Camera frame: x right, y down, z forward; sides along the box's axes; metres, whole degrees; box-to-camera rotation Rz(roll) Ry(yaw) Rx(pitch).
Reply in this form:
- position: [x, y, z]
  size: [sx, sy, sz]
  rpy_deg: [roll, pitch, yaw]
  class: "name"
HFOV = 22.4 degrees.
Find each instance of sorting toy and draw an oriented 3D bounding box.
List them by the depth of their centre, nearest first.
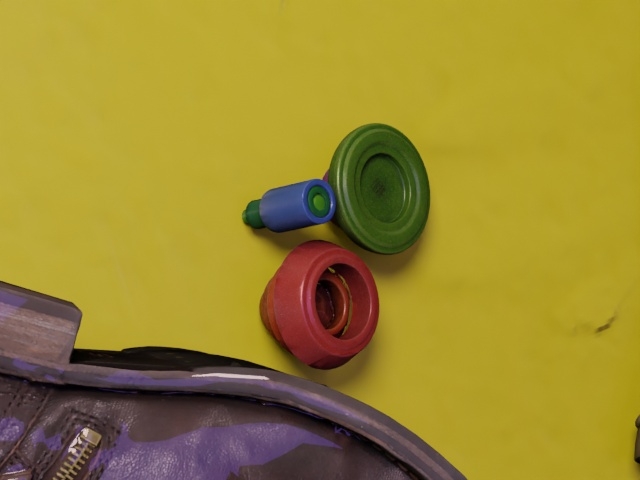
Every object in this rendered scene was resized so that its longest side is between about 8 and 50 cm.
- position: [0.000, 0.000, 0.622]
  size: [0.061, 0.042, 0.102]
  rpy_deg: [42, 58, -31]
  class: "sorting toy"

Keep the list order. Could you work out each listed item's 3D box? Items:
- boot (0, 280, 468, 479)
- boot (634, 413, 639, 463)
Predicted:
- position: [-0.090, 0.140, 0.550]
  size: [0.263, 0.091, 0.229]
  rpy_deg: [19, 83, -17]
  class: "boot"
- position: [0.222, 0.008, 0.704]
  size: [0.189, 0.076, 0.209]
  rpy_deg: [17, 72, -23]
  class: "boot"
